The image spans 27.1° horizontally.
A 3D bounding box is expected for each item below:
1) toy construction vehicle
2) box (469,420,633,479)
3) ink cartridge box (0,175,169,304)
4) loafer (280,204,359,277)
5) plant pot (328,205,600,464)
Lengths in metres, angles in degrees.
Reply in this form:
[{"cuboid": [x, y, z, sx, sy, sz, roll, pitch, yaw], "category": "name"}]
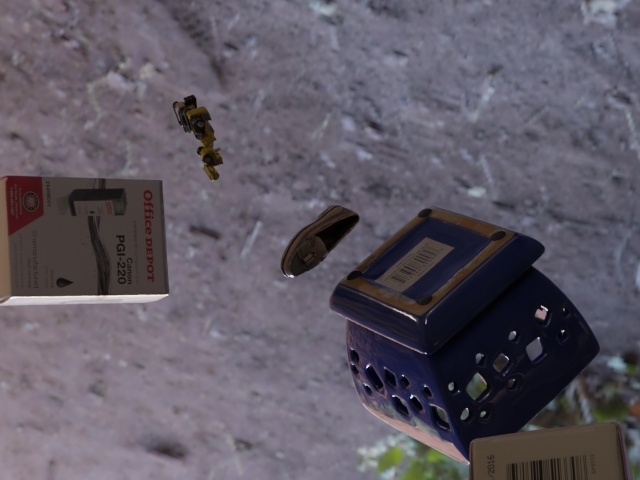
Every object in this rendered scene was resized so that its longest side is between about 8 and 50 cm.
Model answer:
[{"cuboid": [-0.133, -0.123, 1.512, 0.035, 0.086, 0.098, -26, 128, -11], "category": "toy construction vehicle"}, {"cuboid": [0.241, 0.299, 1.291, 0.148, 0.127, 0.232, -10, 134, 14], "category": "box"}, {"cuboid": [-0.311, 0.001, 1.706, 0.217, 0.159, 0.092, 0, 172, -33], "category": "ink cartridge box"}, {"cuboid": [0.000, 0.000, 1.626, 0.039, 0.125, 0.045, 10, 135, 41], "category": "loafer"}, {"cuboid": [0.162, 0.100, 1.628, 0.236, 0.236, 0.212, 23, 146, 52], "category": "plant pot"}]
